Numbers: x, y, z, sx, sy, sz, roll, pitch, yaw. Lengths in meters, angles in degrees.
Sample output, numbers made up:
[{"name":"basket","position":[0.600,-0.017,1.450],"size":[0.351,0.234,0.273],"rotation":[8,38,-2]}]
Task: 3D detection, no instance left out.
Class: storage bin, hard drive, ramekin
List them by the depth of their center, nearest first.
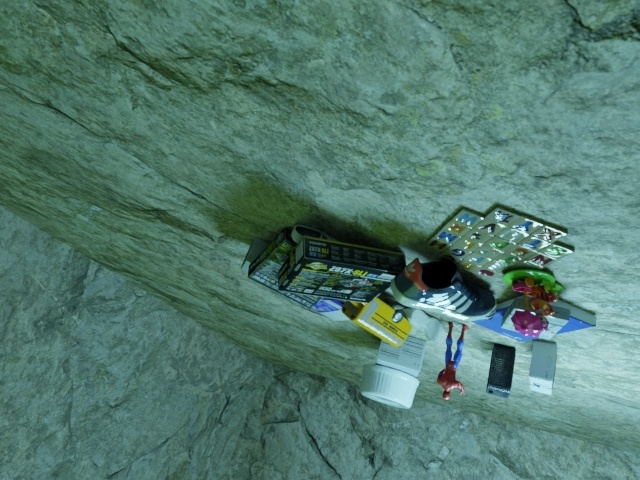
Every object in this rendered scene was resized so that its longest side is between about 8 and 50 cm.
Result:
[{"name":"hard drive","position":[0.659,0.249,1.458],"size":[0.210,0.040,0.319],"rotation":[22,156,-8]},{"name":"storage bin","position":[0.713,0.517,1.818],"size":[0.084,0.180,0.122],"rotation":[9,154,20]},{"name":"ramekin","position":[0.324,0.704,2.205],"size":[0.277,0.135,0.277],"rotation":[16,157,7]}]

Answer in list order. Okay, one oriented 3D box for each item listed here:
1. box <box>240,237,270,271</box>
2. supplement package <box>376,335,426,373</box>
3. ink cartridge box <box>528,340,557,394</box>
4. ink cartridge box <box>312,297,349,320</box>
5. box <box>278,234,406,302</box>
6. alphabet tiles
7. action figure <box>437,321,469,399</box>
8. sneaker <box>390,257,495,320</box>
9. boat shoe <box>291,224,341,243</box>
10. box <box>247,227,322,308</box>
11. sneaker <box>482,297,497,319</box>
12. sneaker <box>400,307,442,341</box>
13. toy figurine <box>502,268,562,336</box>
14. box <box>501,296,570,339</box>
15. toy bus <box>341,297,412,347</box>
[{"name":"box","position":[-0.220,0.062,1.638],"size":[0.087,0.102,0.101],"rotation":[25,154,-10]},{"name":"supplement package","position":[0.377,0.550,2.183],"size":[0.203,0.145,0.262],"rotation":[13,155,13]},{"name":"ink cartridge box","position":[0.817,0.467,1.684],"size":[0.082,0.140,0.191],"rotation":[6,153,31]},{"name":"ink cartridge box","position":[0.057,0.289,1.986],"size":[0.206,0.045,0.208],"rotation":[33,154,-27]},{"name":"box","position":[0.058,0.098,1.399],"size":[0.321,0.080,0.257],"rotation":[10,148,-18]},{"name":"alphabet tiles","position":[0.439,0.017,1.165],"size":[0.284,0.011,0.342],"rotation":[20,156,-2]},{"name":"action figure","position":[0.507,0.470,1.747],"size":[0.091,0.281,0.139],"rotation":[5,153,30]},{"name":"sneaker","position":[0.380,0.129,1.306],"size":[0.349,0.131,0.148],"rotation":[10,129,-24]},{"name":"boat shoe","position":[0.000,0.000,1.402],"size":[0.184,0.066,0.063],"rotation":[28,158,4]},{"name":"box","position":[-0.074,0.102,1.546],"size":[0.270,0.060,0.216],"rotation":[30,122,-25]},{"name":"sneaker","position":[0.455,0.218,1.476],"size":[0.214,0.084,0.083],"rotation":[3,140,31]},{"name":"sneaker","position":[0.390,0.318,1.786],"size":[0.212,0.080,0.094],"rotation":[41,160,-28]},{"name":"toy figurine","position":[0.565,0.180,1.217],"size":[0.173,0.159,0.130],"rotation":[21,155,-19]},{"name":"box","position":[0.624,0.231,1.349],"size":[0.145,0.038,0.186],"rotation":[13,156,15]},{"name":"toy bus","position":[0.193,0.262,1.683],"size":[0.332,0.130,0.108],"rotation":[36,180,-33]}]
